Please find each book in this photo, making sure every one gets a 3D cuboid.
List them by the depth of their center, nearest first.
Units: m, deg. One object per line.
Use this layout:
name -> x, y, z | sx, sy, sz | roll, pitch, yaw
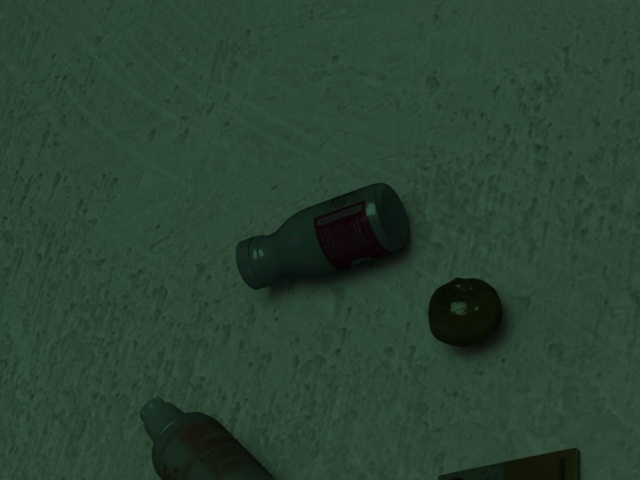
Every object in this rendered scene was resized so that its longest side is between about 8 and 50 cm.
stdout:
book -> 0.203, 0.295, 2.032 | 0.172, 0.012, 0.118 | -16, 51, 27

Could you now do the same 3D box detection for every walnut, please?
walnut -> 0.168, 0.083, 2.170 | 0.092, 0.092, 0.092 | -20, 49, 24

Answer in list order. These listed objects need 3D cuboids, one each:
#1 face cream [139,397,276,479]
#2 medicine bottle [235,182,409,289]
face cream -> -0.149, 0.264, 2.256 | 0.101, 0.101, 0.251 | -48, 44, -3
medicine bottle -> 0.000, 0.000, 2.349 | 0.216, 0.090, 0.090 | -19, 49, 26
